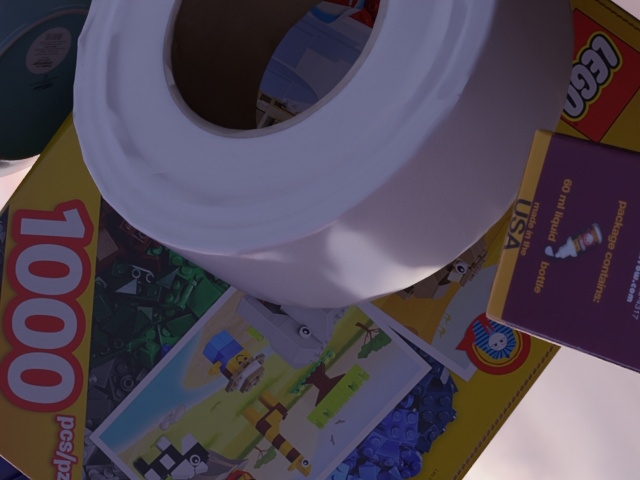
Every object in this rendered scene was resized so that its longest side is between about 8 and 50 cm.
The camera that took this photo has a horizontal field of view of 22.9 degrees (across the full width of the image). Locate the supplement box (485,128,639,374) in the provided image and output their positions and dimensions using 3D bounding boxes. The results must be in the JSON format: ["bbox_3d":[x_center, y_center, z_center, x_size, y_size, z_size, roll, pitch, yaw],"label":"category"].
[{"bbox_3d":[0.171,0.021,0.587,0.188,0.080,0.104,19,-173,43],"label":"supplement box"}]

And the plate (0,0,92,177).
[{"bbox_3d":[-0.198,-0.113,1.107,0.024,0.188,0.188,42,-179,26],"label":"plate"}]

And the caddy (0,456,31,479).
[{"bbox_3d":[-0.425,0.219,1.589,0.241,0.341,0.179,9,114,61],"label":"caddy"}]

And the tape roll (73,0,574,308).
[{"bbox_3d":[-0.004,-0.108,0.908,0.100,0.286,0.286,34,-163,-52],"label":"tape roll"}]

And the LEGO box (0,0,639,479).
[{"bbox_3d":[0.000,0.000,1.156,0.372,0.500,0.193,36,-176,7],"label":"LEGO box"}]
